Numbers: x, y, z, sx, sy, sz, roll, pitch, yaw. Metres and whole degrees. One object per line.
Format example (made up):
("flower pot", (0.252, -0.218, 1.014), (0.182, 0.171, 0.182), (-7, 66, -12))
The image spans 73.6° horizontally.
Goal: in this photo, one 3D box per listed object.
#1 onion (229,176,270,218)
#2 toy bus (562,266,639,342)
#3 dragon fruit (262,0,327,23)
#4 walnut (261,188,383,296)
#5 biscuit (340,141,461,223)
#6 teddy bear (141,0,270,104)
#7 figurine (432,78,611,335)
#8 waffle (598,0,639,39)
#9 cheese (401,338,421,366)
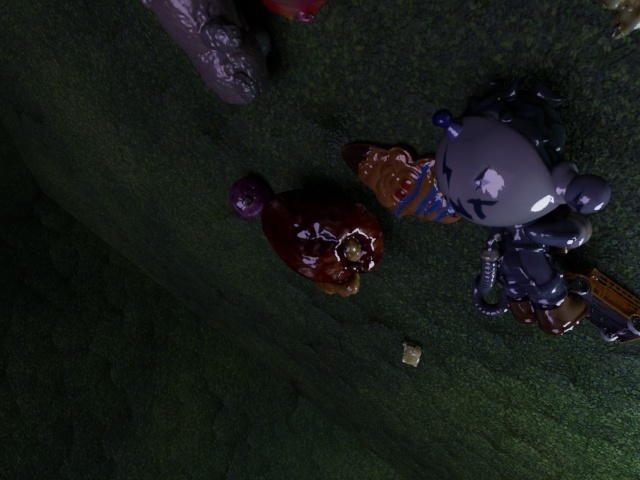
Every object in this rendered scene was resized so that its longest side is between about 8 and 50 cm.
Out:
("onion", (-0.191, -0.118, 1.164), (0.115, 0.104, 0.115), (2, 104, 8))
("toy bus", (0.476, 0.102, 0.731), (0.162, 0.074, 0.069), (36, 154, 5))
("dragon fruit", (-0.069, -0.453, 0.498), (0.371, 0.249, 0.386), (52, 145, -8))
("walnut", (0.000, 0.000, 0.994), (0.269, 0.221, 0.244), (33, 142, 42))
("biscuit", (0.158, -0.118, 0.845), (0.280, 0.043, 0.183), (30, 144, 12))
("teddy bear", (-0.187, -0.373, 0.766), (0.267, 0.151, 0.236), (47, -173, -34))
("figurine", (0.299, -0.047, 0.634), (0.261, 0.186, 0.382), (2, 126, 58))
("waffle", (0.360, -0.296, 0.380), (0.214, 0.054, 0.208), (4, 139, 43))
("cheese", (0.267, 0.331, 1.264), (0.060, 0.041, 0.084), (14, 124, 25))
